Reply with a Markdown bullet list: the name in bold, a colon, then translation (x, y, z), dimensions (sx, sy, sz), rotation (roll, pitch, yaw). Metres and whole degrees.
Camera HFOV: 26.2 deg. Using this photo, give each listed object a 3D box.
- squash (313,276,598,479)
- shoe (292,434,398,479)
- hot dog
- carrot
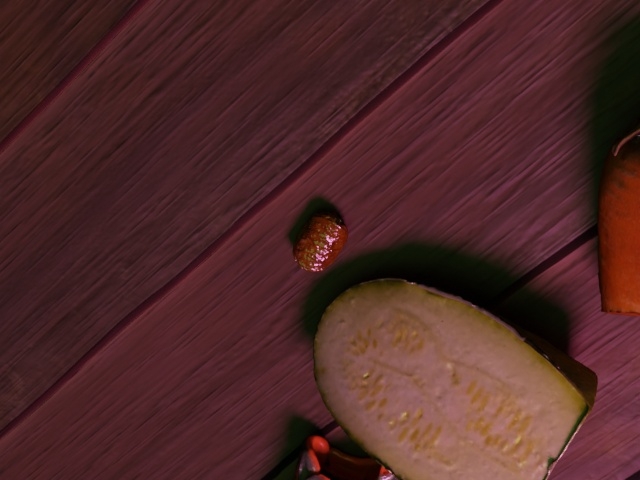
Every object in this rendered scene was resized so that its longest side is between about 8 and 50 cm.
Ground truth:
- **squash**: translation (0.138, 0.173, 1.666), dimensions (0.309, 0.210, 0.233), rotation (30, 100, -3)
- **shoe**: translation (-0.002, 0.347, 1.811), dimensions (0.336, 0.132, 0.171), rotation (-27, 96, 19)
- **hot dog**: translation (0.000, 0.000, 1.728), dimensions (0.058, 0.035, 0.083), rotation (34, 114, 1)
- **carrot**: translation (0.404, -0.038, 1.521), dimensions (0.193, 0.214, 0.331), rotation (3, 107, 11)
